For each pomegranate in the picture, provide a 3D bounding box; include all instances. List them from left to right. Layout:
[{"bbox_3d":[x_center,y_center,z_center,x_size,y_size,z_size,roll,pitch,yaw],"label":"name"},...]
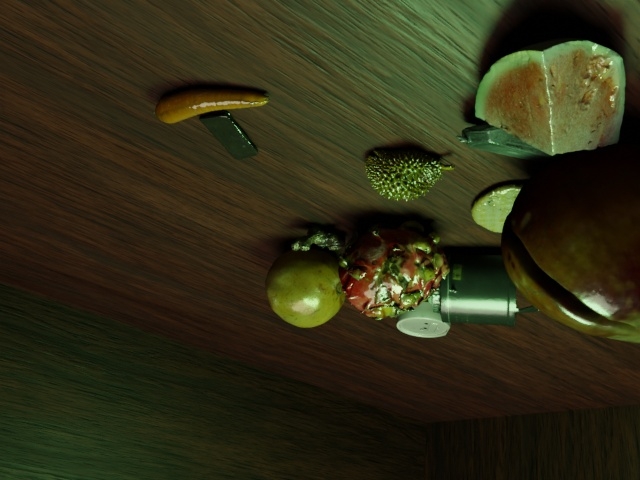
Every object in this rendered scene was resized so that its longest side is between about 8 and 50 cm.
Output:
[{"bbox_3d":[-0.051,0.147,1.722,0.264,0.265,0.264,7,152,4],"label":"pomegranate"}]

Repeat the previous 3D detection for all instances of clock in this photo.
[{"bbox_3d":[0.382,0.294,2.050,0.196,0.068,0.197,7,152,4],"label":"clock"}]

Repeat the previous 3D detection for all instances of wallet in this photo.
[{"bbox_3d":[-0.211,-0.244,1.297,0.082,0.018,0.157,-6,148,28],"label":"wallet"}]

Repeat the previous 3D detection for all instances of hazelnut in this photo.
[{"bbox_3d":[0.591,-0.007,1.102,0.428,0.403,0.402,6,156,-26],"label":"hazelnut"}]

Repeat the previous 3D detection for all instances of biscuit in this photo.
[{"bbox_3d":[0.484,-0.074,1.378,0.219,0.033,0.220,7,153,4],"label":"biscuit"}]

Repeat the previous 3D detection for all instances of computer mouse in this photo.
[{"bbox_3d":[0.382,-0.210,1.109,0.228,0.069,0.113,10,-179,-12],"label":"computer mouse"}]

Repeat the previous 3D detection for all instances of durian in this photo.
[{"bbox_3d":[0.207,-0.142,1.274,0.208,0.103,0.146,-7,142,21],"label":"durian"}]

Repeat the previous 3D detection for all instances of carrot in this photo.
[{"bbox_3d":[-0.243,-0.295,1.179,0.271,0.062,0.066,-6,115,20],"label":"carrot"}]

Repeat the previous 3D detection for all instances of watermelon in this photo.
[{"bbox_3d":[0.398,-0.249,0.949,0.255,0.176,0.260,-2,135,15],"label":"watermelon"}]

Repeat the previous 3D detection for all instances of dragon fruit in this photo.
[{"bbox_3d":[0.200,0.068,1.514,0.290,0.250,0.269,-26,107,22],"label":"dragon fruit"}]

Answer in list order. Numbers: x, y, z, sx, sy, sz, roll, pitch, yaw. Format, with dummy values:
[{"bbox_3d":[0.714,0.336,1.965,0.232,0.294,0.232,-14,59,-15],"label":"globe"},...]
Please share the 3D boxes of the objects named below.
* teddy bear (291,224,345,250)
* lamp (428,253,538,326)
[{"bbox_3d":[-0.002,-0.009,1.615,0.160,0.078,0.119,-1,177,-27],"label":"teddy bear"},{"bbox_3d":[0.446,0.138,1.592,0.271,0.205,0.374,6,163,-1],"label":"lamp"}]
